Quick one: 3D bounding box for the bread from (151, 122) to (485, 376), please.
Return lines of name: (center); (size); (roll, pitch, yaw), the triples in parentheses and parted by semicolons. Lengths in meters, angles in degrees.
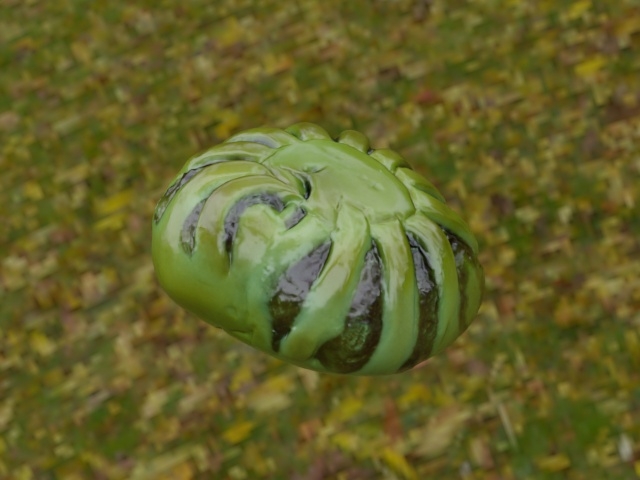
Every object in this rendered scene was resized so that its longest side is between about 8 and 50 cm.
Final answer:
bread: (0.000, 0.000, 0.821); (0.130, 0.071, 0.139); (-19, 47, -40)
